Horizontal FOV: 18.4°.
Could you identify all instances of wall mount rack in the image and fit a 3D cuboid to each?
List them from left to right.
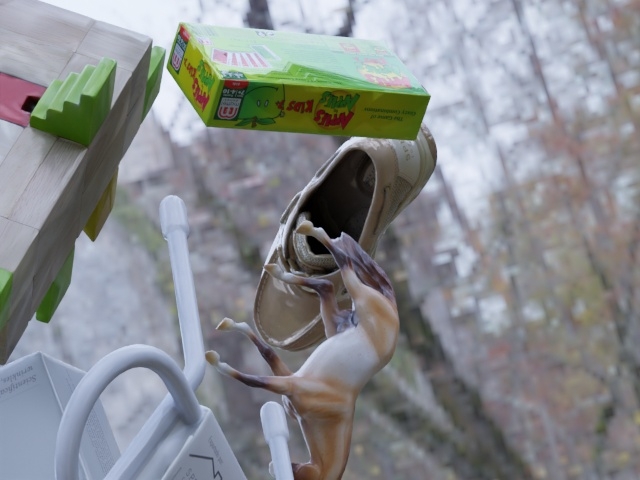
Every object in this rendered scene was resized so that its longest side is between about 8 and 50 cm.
[{"bbox_3d":[-0.090,0.157,1.235,0.130,0.304,0.350,10,-41,34],"label":"wall mount rack"}]

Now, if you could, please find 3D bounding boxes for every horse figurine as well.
[{"bbox_3d":[0.001,0.097,1.817,0.263,0.174,0.066,-54,9,-35],"label":"horse figurine"}]

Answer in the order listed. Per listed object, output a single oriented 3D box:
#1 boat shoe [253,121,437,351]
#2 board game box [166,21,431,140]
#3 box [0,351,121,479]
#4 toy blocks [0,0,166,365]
[{"bbox_3d":[0.000,0.000,2.121,0.110,0.122,0.341,-31,-24,-50],"label":"boat shoe"},{"bbox_3d":[-0.017,-0.122,1.516,0.181,0.092,0.043,2,-57,-29],"label":"board game box"},{"bbox_3d":[-0.255,0.213,1.605,0.181,0.182,0.119,-25,-17,6],"label":"box"},{"bbox_3d":[-0.299,-0.074,1.473,0.261,0.381,0.190,18,-47,4],"label":"toy blocks"}]
